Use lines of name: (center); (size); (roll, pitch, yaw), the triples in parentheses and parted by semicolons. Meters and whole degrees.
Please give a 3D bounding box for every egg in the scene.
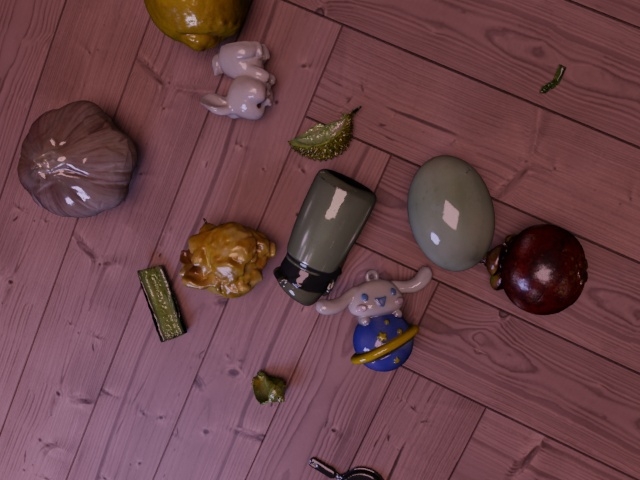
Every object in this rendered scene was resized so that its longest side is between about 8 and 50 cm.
egg: (0.313, -0.065, 1.484); (0.202, 0.203, 0.283); (-10, 93, 11)

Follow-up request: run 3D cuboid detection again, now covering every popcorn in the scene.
popcorn: (-0.245, 0.058, 1.622); (0.253, 0.190, 0.191); (5, 67, 20)

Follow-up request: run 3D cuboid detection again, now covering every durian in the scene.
durian: (0.020, -0.266, 1.585); (0.215, 0.086, 0.100); (-22, 78, 14)

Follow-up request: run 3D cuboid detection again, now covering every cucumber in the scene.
cucumber: (-0.446, 0.175, 1.728); (0.078, 0.062, 0.211); (-20, 86, -22)

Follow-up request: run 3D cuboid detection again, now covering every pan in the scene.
pan: (0.071, 0.668, 1.698); (0.235, 0.028, 0.136); (27, 100, 7)

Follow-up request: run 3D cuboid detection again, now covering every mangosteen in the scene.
mangosteen: (0.501, 0.067, 1.479); (0.257, 0.215, 0.215); (4, 98, 41)

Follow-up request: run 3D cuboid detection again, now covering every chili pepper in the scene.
chili pepper: (0.566, -0.387, 1.497); (0.027, 0.022, 0.083); (32, 102, -28)

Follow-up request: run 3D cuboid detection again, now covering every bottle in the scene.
bottle: (0.001, 0.001, 1.574); (0.168, 0.168, 0.347); (27, 105, 7)

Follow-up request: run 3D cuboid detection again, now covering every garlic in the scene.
garlic: (-0.643, -0.196, 1.620); (0.317, 0.259, 0.318); (0, 91, 10)

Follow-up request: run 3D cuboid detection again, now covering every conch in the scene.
conch: (-0.143, 0.407, 1.684); (0.121, 0.074, 0.089); (35, 63, 27)

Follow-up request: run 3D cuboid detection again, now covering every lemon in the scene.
lemon: (-0.308, -0.638, 1.507); (0.285, 0.285, 0.316); (-33, 92, 12)

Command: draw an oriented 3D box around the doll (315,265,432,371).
doll: (0.173, 0.195, 1.585); (0.311, 0.159, 0.243); (-30, 77, -11)

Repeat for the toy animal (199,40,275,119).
toy animal: (-0.206, -0.409, 1.582); (0.178, 0.127, 0.193); (6, 98, 12)
